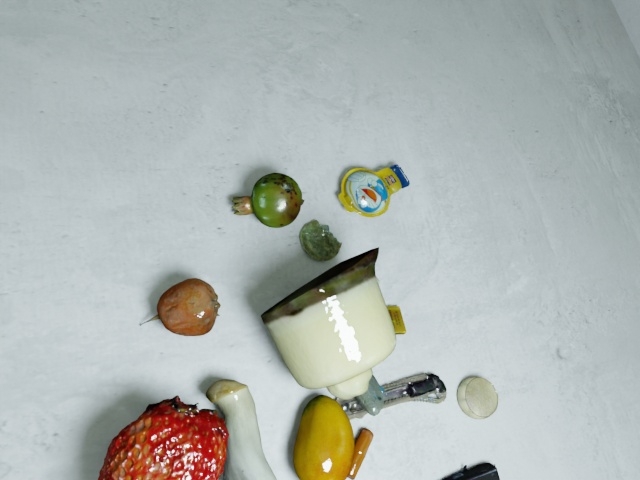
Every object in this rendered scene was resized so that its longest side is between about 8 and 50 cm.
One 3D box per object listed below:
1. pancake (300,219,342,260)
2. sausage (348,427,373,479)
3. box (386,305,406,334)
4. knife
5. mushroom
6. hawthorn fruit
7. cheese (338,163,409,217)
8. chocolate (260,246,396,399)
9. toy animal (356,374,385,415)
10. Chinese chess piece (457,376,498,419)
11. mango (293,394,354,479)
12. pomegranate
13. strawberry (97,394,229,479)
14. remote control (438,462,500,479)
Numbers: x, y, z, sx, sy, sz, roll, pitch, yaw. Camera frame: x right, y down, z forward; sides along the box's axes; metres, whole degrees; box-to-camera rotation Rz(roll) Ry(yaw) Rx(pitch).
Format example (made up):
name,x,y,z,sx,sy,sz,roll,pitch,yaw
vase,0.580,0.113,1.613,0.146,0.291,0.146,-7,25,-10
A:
name,x,y,z,sx,sy,sz,roll,pitch,yaw
pancake,-0.003,0.003,1.443,0.116,0.022,0.130,-37,87,-27
sausage,0.099,0.552,1.258,0.039,0.041,0.131,24,60,13
box,0.171,0.234,1.412,0.156,0.022,0.089,1,54,-22
knife,0.203,0.437,1.344,0.364,0.043,0.089,-5,67,-22
mushroom,-0.168,0.478,1.120,0.122,0.159,0.329,12,55,-62
hawthorn fruit,-0.335,0.165,1.177,0.188,0.149,0.149,-4,72,-28
cheese,0.172,-0.168,1.553,0.270,0.069,0.177,-27,82,-28
chocolate,0.046,0.225,1.227,0.326,0.314,0.297,-33,93,-31
toy animal,0.117,0.360,1.318,0.079,0.070,0.253,21,37,-27
Chinese chess piece,0.465,0.467,1.434,0.122,0.051,0.122,7,68,-17
mango,0.013,0.502,1.199,0.151,0.120,0.221,22,56,-11
pomegranate,-0.147,-0.111,1.368,0.204,0.159,0.159,-8,71,2
strawberry,-0.329,0.483,0.990,0.238,0.250,0.289,22,47,-10
remote control,0.329,0.705,1.279,0.398,0.062,0.145,-9,73,-24
